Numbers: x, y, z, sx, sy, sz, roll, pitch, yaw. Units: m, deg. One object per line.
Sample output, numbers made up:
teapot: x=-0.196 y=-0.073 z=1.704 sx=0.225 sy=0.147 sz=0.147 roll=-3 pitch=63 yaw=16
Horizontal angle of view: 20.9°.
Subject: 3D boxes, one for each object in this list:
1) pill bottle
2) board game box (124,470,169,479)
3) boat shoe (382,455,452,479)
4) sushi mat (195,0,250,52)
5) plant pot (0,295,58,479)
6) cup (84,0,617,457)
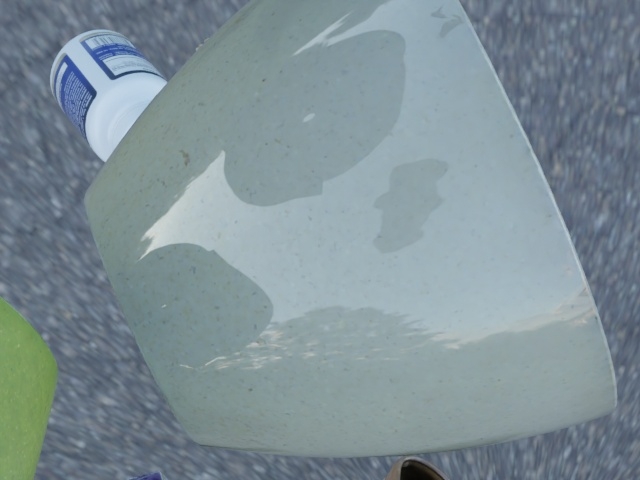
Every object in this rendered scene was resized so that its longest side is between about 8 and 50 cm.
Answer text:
pill bottle: x=-0.181 y=-0.122 z=1.607 sx=0.094 sy=0.094 sz=0.169 roll=-38 pitch=39 yaw=-3
board game box: x=-0.128 y=0.419 z=1.777 sx=0.056 sy=0.208 sz=0.347 roll=-15 pitch=75 yaw=-5
boat shoe: x=0.133 y=0.320 z=1.574 sx=0.123 sy=0.116 sz=0.324 roll=-8 pitch=37 yaw=-33
sushi mat: x=-0.053 y=-0.108 z=1.895 sx=0.019 sy=0.316 sz=0.151 roll=10 pitch=41 yaw=33
plant pot: x=-0.264 y=0.146 z=0.851 sx=0.275 sy=0.275 sz=0.293 roll=27 pitch=64 yaw=12
cup: x=0.000 y=0.000 z=1.042 sx=0.237 sy=0.331 sz=0.331 roll=-24 pitch=75 yaw=-1
